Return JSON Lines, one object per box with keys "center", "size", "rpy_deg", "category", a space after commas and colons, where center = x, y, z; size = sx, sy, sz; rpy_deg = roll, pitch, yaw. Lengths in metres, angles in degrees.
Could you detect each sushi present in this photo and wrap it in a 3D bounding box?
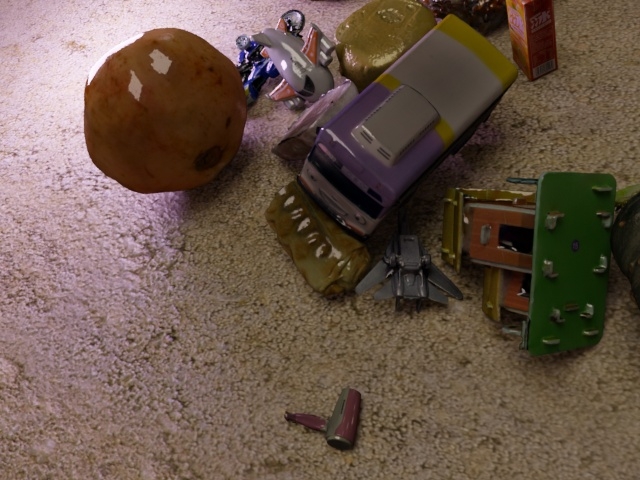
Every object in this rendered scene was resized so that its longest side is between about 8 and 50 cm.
{"center": [0.407, -0.705, 1.755], "size": [0.417, 0.176, 0.418], "rpy_deg": [-11, 55, 16], "category": "sushi"}

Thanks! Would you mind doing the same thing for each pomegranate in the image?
{"center": [-0.376, -0.318, 1.701], "size": [0.411, 0.411, 0.412], "rpy_deg": [-11, 55, 16], "category": "pomegranate"}

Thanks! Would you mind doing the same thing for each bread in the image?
{"center": [0.166, -0.467, 1.720], "size": [0.269, 0.148, 0.270], "rpy_deg": [-8, 57, 13], "category": "bread"}
{"center": [0.000, 0.000, 1.493], "size": [0.152, 0.130, 0.268], "rpy_deg": [-32, 53, -3], "category": "bread"}

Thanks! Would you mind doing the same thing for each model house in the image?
{"center": [0.388, 0.015, 1.328], "size": [0.323, 0.340, 0.300], "rpy_deg": [13, 103, 54], "category": "model house"}

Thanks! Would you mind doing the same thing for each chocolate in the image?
{"center": [-0.004, -0.255, 1.609], "size": [0.185, 0.100, 0.303], "rpy_deg": [-45, 10, -15], "category": "chocolate"}

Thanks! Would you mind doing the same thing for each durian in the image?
{"center": [0.604, -0.077, 1.296], "size": [0.215, 0.100, 0.086], "rpy_deg": [-19, 72, -32], "category": "durian"}

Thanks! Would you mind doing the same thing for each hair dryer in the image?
{"center": [-0.002, 0.331, 1.327], "size": [0.154, 0.054, 0.106], "rpy_deg": [-5, 52, 25], "category": "hair dryer"}

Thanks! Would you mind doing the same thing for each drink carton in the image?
{"center": [0.461, -0.467, 1.545], "size": [0.071, 0.223, 0.096], "rpy_deg": [-25, 53, 5], "category": "drink carton"}

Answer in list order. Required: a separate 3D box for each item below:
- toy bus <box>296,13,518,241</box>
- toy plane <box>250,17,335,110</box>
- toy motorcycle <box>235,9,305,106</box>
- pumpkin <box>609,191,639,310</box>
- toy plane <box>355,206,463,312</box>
{"center": [0.175, -0.228, 1.425], "size": [0.209, 0.249, 0.440], "rpy_deg": [44, 69, 6], "category": "toy bus"}
{"center": [-0.064, -0.435, 1.750], "size": [0.244, 0.245, 0.117], "rpy_deg": [18, 30, 31], "category": "toy plane"}
{"center": [-0.140, -0.476, 1.882], "size": [0.315, 0.113, 0.169], "rpy_deg": [-44, 61, 3], "category": "toy motorcycle"}
{"center": [0.622, 0.051, 1.106], "size": [0.257, 0.291, 0.328], "rpy_deg": [-34, 61, 26], "category": "pumpkin"}
{"center": [0.176, 0.014, 1.432], "size": [0.212, 0.088, 0.267], "rpy_deg": [3, 55, -2], "category": "toy plane"}
